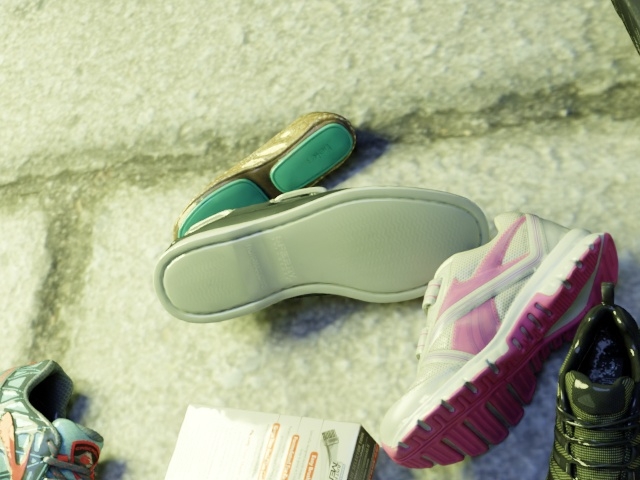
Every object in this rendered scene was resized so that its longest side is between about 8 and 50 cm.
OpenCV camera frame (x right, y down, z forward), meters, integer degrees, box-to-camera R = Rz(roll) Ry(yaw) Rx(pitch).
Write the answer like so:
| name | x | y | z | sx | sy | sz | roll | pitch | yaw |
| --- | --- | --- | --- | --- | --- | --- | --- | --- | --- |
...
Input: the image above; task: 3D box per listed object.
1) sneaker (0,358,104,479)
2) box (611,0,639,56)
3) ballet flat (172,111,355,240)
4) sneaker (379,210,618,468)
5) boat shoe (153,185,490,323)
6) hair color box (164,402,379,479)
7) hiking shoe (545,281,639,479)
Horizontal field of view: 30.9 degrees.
| name | x | y | z | sx | sy | sz | roll | pitch | yaw |
| --- | --- | --- | --- | --- | --- | --- | --- | --- | --- |
| sneaker | -0.254 | 0.212 | 1.038 | 0.125 | 0.104 | 0.261 | -27 | 54 | 5 |
| box | 0.406 | -0.232 | 0.908 | 0.343 | 0.179 | 0.312 | -26 | 43 | 15 |
| ballet flat | -0.057 | -0.058 | 1.143 | 0.206 | 0.073 | 0.067 | -32 | 26 | 0 |
| sneaker | 0.130 | 0.077 | 0.954 | 0.252 | 0.103 | 0.111 | -46 | 49 | -14 |
| boat shoe | 0.000 | 0.000 | 1.049 | 0.303 | 0.114 | 0.091 | -6 | 19 | 7 |
| hair color box | -0.044 | 0.197 | 0.981 | 0.167 | 0.053 | 0.093 | 3 | 61 | 27 |
| hiking shoe | 0.201 | 0.148 | 0.861 | 0.086 | 0.114 | 0.226 | -3 | 60 | 23 |
